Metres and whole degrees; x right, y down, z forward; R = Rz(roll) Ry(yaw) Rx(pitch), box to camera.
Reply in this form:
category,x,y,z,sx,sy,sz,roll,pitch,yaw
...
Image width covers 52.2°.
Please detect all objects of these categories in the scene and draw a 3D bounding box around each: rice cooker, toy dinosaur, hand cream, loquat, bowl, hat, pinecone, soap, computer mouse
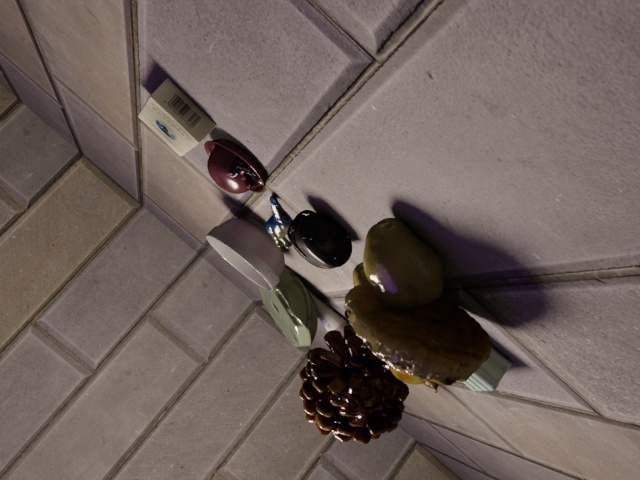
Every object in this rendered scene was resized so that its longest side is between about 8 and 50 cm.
category,x,y,z,sx,sy,sz,roll,pitch,yaw
rice cooker,0.000,0.000,1.607,0.165,0.112,0.106,42,160,-19
toy dinosaur,-0.140,-0.069,1.892,0.188,0.075,0.248,57,164,-26
hand cream,0.020,0.285,2.512,0.248,0.083,0.133,46,164,21
loquat,0.272,0.322,1.839,0.205,0.149,0.172,-8,116,26
bowl,-0.229,0.027,2.196,0.287,0.143,0.287,37,165,12
hat,-0.232,-0.179,1.695,0.205,0.089,0.205,36,164,12
pinecone,0.113,0.473,2.248,0.398,0.397,0.397,37,165,11
soap,0.323,0.256,1.616,0.265,0.087,0.160,38,165,5
computer mouse,-0.121,0.214,2.463,0.429,0.146,0.228,53,158,29

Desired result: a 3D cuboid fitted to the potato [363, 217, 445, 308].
category,x,y,z,sx,sy,sz,roll,pitch,yaw
potato,0.163,0.045,1.307,0.157,0.157,0.194,10,127,63

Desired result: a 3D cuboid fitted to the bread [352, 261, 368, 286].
category,x,y,z,sx,sy,sz,roll,pitch,yaw
bread,0.142,0.147,1.610,0.213,0.105,0.213,-15,-90,-90

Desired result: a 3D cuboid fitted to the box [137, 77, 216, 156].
category,x,y,z,sx,sy,sz,roll,pitch,yaw
box,-0.377,-0.312,1.697,0.164,0.069,0.256,44,164,-16

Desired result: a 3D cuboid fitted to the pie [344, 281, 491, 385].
category,x,y,z,sx,sy,sz,roll,pitch,yaw
pie,0.204,0.183,1.374,0.340,0.083,0.339,16,-160,-6

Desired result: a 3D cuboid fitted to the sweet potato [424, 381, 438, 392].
category,x,y,z,sx,sy,sz,roll,pitch,yaw
sweet potato,0.331,0.411,2.108,0.075,0.075,0.269,45,177,-18
